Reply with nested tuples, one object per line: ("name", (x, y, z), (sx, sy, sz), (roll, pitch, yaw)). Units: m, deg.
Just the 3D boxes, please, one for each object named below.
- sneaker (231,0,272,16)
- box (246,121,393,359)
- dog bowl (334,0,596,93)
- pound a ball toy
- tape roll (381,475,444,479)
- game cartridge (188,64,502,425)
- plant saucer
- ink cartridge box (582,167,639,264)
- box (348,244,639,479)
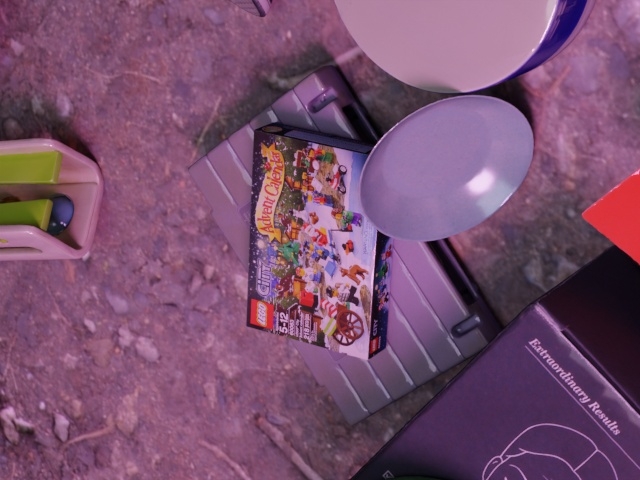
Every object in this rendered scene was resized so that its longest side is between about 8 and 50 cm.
("sneaker", (-0.069, -0.359, 1.860), (0.086, 0.163, 0.226), (29, 161, 37))
("box", (0.000, 0.000, 1.891), (0.159, 0.044, 0.233), (13, 112, 27))
("dog bowl", (0.142, -0.284, 1.741), (0.265, 0.104, 0.265), (10, 111, 29))
("pound a ball toy", (-0.433, -0.002, 2.148), (0.319, 0.136, 0.208), (-3, 69, 32))
("tape roll", (0.108, 0.399, 1.750), (0.321, 0.077, 0.321), (11, 112, 29))
("game cartridge", (0.022, 0.010, 1.942), (0.230, 0.068, 0.355), (-34, 87, 39))
("plant saucer", (0.125, -0.083, 1.796), (0.195, 0.195, 0.037), (-59, 38, 31))
("ink cartridge box", (0.473, 0.036, 1.571), (0.385, 0.091, 0.308), (41, 125, -14))
("box", (0.241, 0.253, 1.793), (0.293, 0.212, 0.395), (48, 125, 9))
